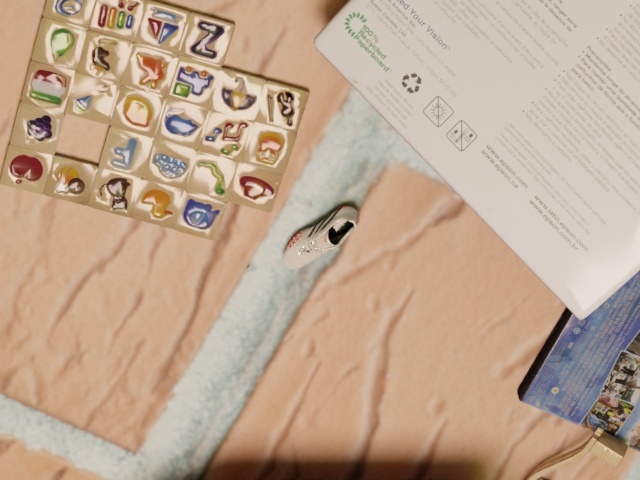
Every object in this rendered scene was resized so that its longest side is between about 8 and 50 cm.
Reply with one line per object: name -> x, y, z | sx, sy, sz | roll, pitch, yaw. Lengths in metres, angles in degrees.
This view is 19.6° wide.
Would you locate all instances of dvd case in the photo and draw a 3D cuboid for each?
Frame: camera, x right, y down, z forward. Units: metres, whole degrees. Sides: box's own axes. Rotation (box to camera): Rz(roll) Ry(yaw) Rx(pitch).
dvd case -> 0.334, 0.119, 1.716 | 0.253, 0.022, 0.180 | 24, 110, -12

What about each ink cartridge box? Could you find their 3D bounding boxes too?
ink cartridge box -> 0.215, -0.159, 1.484 | 0.324, 0.071, 0.330 | 47, 113, 4

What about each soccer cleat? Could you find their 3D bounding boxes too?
soccer cleat -> 0.000, 0.000, 1.640 | 0.083, 0.035, 0.029 | -36, 111, 12

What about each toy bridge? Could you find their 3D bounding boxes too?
toy bridge -> 0.220, 0.245, 1.754 | 0.063, 0.026, 0.188 | 31, 119, 7

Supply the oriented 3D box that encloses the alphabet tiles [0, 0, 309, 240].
alphabet tiles -> -0.138, -0.107, 1.601 | 0.237, 0.009, 0.198 | 15, 112, -9
